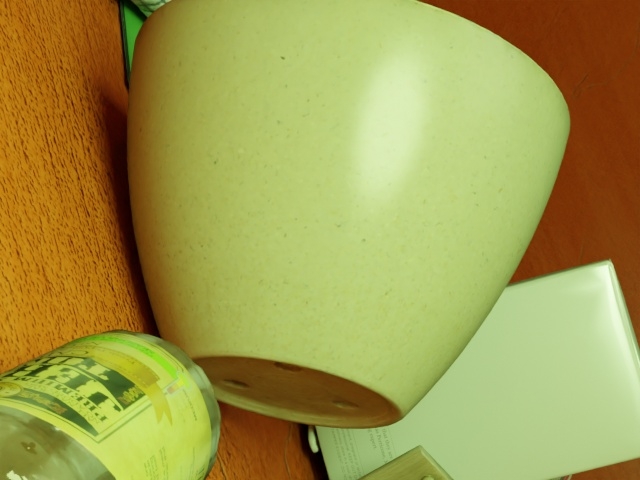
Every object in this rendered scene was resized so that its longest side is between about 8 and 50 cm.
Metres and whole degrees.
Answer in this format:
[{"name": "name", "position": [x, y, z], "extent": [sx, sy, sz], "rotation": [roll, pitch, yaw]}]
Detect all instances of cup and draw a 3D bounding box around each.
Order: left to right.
[{"name": "cup", "position": [0.000, 0.000, 1.074], "extent": [0.331, 0.331, 0.237], "rotation": [49, 48, -60]}]

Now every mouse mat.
[{"name": "mouse mat", "position": [-0.132, -0.127, 1.318], "extent": [0.190, 0.007, 0.153], "rotation": [57, 17, -49]}]

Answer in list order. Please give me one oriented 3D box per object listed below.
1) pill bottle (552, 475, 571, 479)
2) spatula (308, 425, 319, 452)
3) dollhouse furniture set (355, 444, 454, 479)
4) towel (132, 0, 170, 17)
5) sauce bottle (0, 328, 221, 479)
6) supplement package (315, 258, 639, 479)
[{"name": "pill bottle", "position": [0.232, 0.239, 1.974], "extent": [0.283, 0.161, 0.161], "rotation": [56, 18, -51]}, {"name": "spatula", "position": [0.009, 0.173, 1.440], "extent": [0.242, 0.019, 0.168], "rotation": [-87, 160, -60]}, {"name": "dollhouse furniture set", "position": [0.074, 0.285, 1.198], "extent": [0.144, 0.123, 0.151], "rotation": [47, 24, -22]}, {"name": "towel", "position": [-0.134, -0.327, 1.332], "extent": [0.235, 0.121, 0.284], "rotation": [43, 28, -70]}, {"name": "sauce bottle", "position": [-0.132, 0.115, 0.650], "extent": [0.344, 0.111, 0.111], "rotation": [-31, 101, -80]}, {"name": "supplement package", "position": [0.150, 0.137, 1.365], "extent": [0.177, 0.292, 0.175], "rotation": [4, 70, -79]}]
